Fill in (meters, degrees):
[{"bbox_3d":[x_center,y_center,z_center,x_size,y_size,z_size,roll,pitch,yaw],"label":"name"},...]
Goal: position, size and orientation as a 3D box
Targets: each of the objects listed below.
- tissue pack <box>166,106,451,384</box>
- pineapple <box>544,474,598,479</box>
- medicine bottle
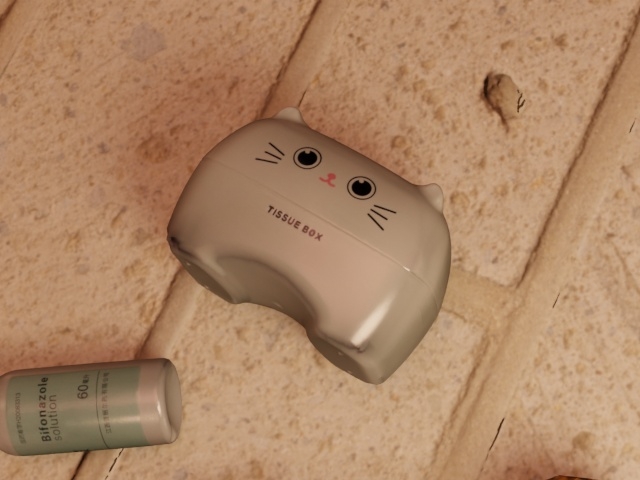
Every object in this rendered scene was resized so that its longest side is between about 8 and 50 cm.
[{"bbox_3d":[0.000,0.000,1.754,0.333,0.229,0.236,30,78,16],"label":"tissue pack"},{"bbox_3d":[0.296,0.434,1.529,0.202,0.202,0.362,-20,45,2],"label":"pineapple"},{"bbox_3d":[-0.356,0.215,1.801,0.352,0.110,0.110,-6,71,7],"label":"medicine bottle"}]
